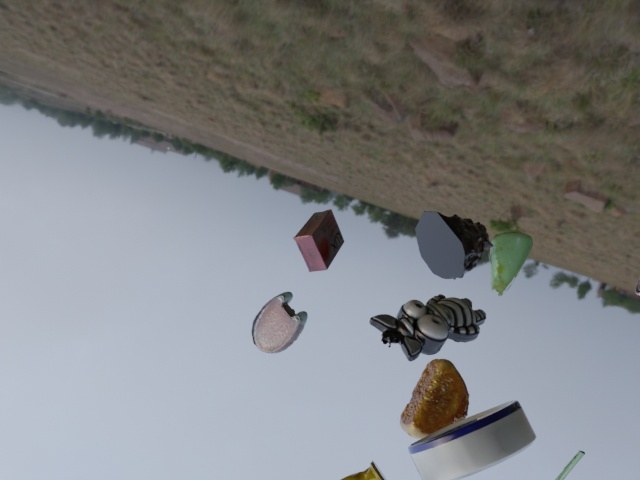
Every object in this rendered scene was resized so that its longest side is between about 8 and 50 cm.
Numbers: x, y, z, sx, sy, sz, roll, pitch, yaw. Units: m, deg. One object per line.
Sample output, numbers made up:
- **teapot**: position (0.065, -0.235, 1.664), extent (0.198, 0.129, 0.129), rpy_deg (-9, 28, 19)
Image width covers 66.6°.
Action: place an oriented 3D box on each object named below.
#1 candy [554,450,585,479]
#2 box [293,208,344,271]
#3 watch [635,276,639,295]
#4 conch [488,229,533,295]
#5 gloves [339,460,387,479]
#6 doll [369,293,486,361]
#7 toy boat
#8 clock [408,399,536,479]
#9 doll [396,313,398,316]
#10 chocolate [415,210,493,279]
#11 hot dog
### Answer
- **candy**: position (0.662, 0.738, 1.418), extent (0.092, 0.335, 0.093), rpy_deg (24, -164, -26)
- **box**: position (0.000, 0.000, 1.273), extent (0.060, 0.111, 0.156), rpy_deg (-8, -152, 30)
- **watch**: position (1.184, 0.123, 1.602), extent (0.196, 0.244, 0.231), rpy_deg (34, -152, 17)
- **conch**: position (0.659, 0.078, 1.717), extent (0.137, 0.250, 0.143), rpy_deg (14, 175, -15)
- **gloves**: position (0.121, 0.988, 1.868), extent (0.116, 0.295, 0.133), rpy_deg (57, 175, -33)
- **doll**: position (0.173, 0.123, 0.732), extent (0.220, 0.067, 0.091), rpy_deg (-8, -139, -40)
- **toy boat**: position (-0.128, 0.269, 1.569), extent (0.155, 0.227, 0.085), rpy_deg (49, -153, 18)
- **clock**: position (0.286, 0.383, 0.925), extent (0.231, 0.231, 0.083), rpy_deg (10, -130, -57)
- **doll**: position (0.304, 0.286, 1.710), extent (0.088, 0.102, 0.179), rpy_deg (55, -168, 15)
- **chocolate**: position (0.438, 0.002, 1.529), extent (0.177, 0.206, 0.224), rpy_deg (-18, -120, -23)
- **hot dog**: position (0.368, 0.507, 1.512), extent (0.153, 0.256, 0.150), rpy_deg (33, 165, -7)
